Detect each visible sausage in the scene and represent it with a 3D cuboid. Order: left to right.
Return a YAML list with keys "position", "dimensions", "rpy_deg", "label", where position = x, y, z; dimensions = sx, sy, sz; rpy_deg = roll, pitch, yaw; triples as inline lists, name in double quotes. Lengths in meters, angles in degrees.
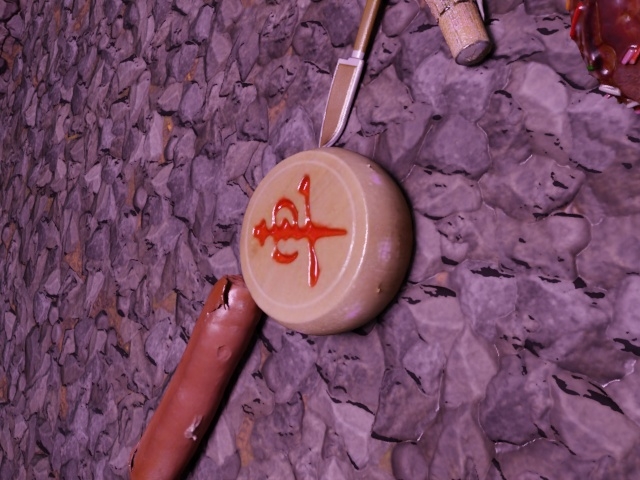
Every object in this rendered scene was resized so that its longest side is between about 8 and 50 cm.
- position: [-0.202, 0.241, 0.879]
  dimensions: [0.418, 0.094, 0.094]
  rpy_deg: [-62, 10, 13]
  label: "sausage"

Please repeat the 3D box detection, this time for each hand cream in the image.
- position: [0.155, -0.304, 0.683]
  dimensions: [0.084, 0.084, 0.203]
  rpy_deg: [-29, 68, 35]
  label: "hand cream"

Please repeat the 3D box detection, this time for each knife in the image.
- position: [0.044, -0.249, 0.804]
  dimensions: [0.046, 0.022, 0.255]
  rpy_deg: [25, 102, 36]
  label: "knife"

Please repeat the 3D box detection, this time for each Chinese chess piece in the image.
- position: [0.000, 0.000, 0.742]
  dimensions: [0.251, 0.097, 0.250]
  rpy_deg: [-9, 76, 40]
  label: "Chinese chess piece"

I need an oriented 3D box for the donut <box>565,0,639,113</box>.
- position: [0.325, -0.219, 0.452]
  dimensions: [0.230, 0.096, 0.216]
  rpy_deg: [-26, 101, 50]
  label: "donut"
